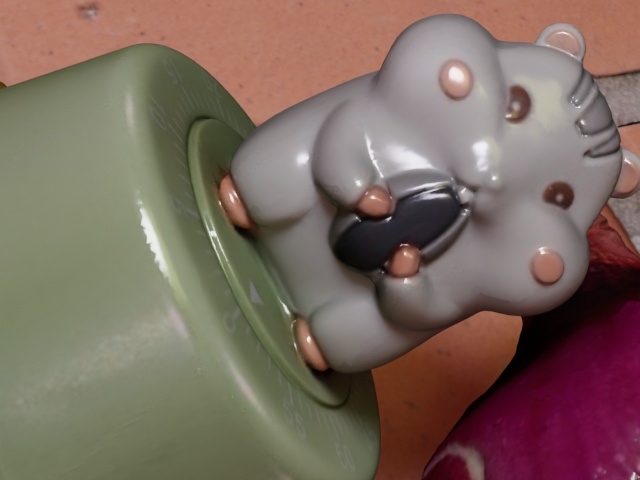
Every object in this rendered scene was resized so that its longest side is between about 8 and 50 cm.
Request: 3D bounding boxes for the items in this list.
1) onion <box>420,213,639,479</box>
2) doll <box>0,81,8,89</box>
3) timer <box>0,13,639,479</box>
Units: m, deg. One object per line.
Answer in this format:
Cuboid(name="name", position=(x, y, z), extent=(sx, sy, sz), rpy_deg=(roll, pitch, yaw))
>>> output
Cuboid(name="onion", position=(0.189, 0.127, 0.659), extent=(0.348, 0.348, 0.385), rpy_deg=(-3, 51, -24))
Cuboid(name="doll", position=(-0.268, -0.050, 0.743), extent=(0.137, 0.097, 0.209), rpy_deg=(18, 46, -2))
Cuboid(name="timer", position=(0.000, 0.000, 0.605), extent=(0.315, 0.291, 0.291), rpy_deg=(-25, 59, 14))
